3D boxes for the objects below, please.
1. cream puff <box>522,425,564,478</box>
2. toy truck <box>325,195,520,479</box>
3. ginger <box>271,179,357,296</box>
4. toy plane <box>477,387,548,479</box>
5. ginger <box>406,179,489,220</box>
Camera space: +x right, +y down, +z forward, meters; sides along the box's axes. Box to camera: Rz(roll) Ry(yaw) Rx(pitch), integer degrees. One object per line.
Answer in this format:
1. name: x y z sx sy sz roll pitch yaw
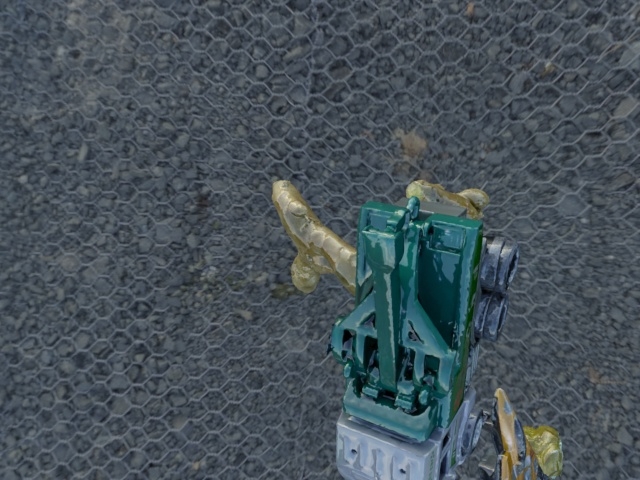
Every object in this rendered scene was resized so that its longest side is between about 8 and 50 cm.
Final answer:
1. cream puff: 0.553 0.550 1.510 0.156 0.156 0.121 -16 106 11
2. toy truck: 0.097 0.118 0.642 0.176 0.178 0.363 13 119 29
3. ginger: -0.004 0.009 1.536 0.122 0.363 0.348 -34 112 -23
4. toy plane: 0.280 0.346 0.882 0.103 0.204 0.316 -1 118 48
5. ginger: 0.275 -0.065 1.269 0.205 0.081 0.115 9 104 -18
